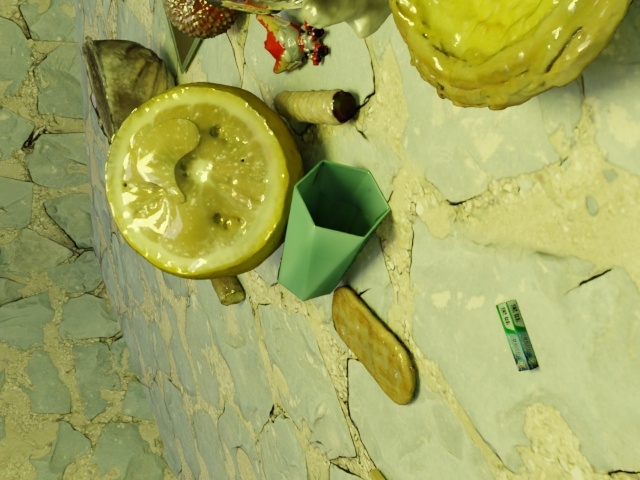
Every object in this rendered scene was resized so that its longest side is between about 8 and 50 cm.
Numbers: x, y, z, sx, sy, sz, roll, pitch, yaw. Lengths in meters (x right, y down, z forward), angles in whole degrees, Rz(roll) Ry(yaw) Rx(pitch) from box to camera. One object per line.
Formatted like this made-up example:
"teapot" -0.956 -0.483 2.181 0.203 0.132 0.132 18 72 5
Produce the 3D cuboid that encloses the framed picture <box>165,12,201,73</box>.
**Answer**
"framed picture" -0.348 -0.596 1.594 0.232 0.019 0.296 -24 79 63

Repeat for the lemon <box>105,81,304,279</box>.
"lemon" -0.193 -0.104 1.162 0.364 0.364 0.364 34 130 54

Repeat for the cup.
"cup" 0.000 0.000 1.037 0.235 0.148 0.134 118 166 -51

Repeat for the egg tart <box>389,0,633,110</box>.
"egg tart" 0.182 -0.287 0.570 0.345 0.133 0.345 32 127 54

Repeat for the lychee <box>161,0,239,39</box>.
"lychee" -0.233 -0.479 1.257 0.197 0.165 0.165 -78 -15 -74

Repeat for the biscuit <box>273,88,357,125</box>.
"biscuit" -0.013 -0.219 1.060 0.219 0.055 0.061 23 151 58

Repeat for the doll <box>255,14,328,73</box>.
"doll" -0.045 -0.332 1.080 0.169 0.057 0.109 14 131 47

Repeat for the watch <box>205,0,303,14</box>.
"watch" -0.091 -0.475 0.973 0.244 0.196 0.231 -163 70 -67

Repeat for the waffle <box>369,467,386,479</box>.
"waffle" 0.128 0.472 1.101 0.153 0.023 0.097 35 129 52

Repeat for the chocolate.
"chocolate" -0.507 -0.417 1.757 0.303 0.213 0.303 45 142 50

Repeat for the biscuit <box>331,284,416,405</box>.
"biscuit" 0.080 0.170 1.065 0.247 0.029 0.118 46 139 47

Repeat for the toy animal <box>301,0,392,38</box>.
"toy animal" 0.024 -0.409 0.724 0.188 0.266 0.307 -35 36 49

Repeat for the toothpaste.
"toothpaste" 0.232 0.113 0.761 0.020 0.017 0.083 -36 69 62

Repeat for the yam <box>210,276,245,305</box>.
"yam" -0.277 0.044 1.669 0.299 0.066 0.066 59 148 35
